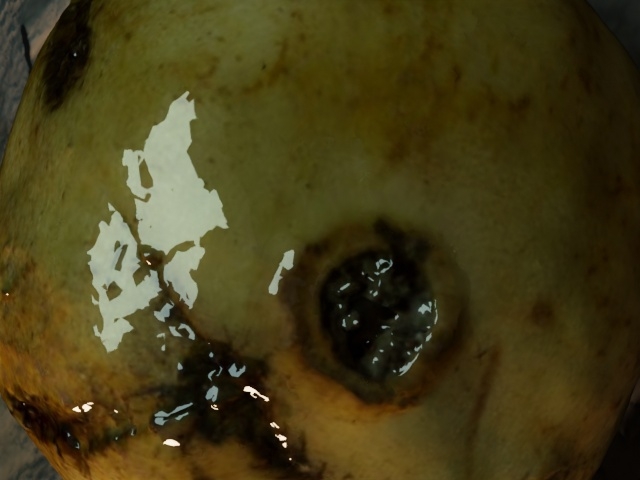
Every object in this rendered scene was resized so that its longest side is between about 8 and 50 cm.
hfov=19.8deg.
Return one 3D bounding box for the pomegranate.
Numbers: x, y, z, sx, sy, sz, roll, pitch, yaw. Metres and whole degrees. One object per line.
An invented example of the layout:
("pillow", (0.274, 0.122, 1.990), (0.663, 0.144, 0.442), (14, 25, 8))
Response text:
("pomegranate", (0.000, 0.000, 0.664), (0.260, 0.260, 0.260), (-12, 73, 44))
